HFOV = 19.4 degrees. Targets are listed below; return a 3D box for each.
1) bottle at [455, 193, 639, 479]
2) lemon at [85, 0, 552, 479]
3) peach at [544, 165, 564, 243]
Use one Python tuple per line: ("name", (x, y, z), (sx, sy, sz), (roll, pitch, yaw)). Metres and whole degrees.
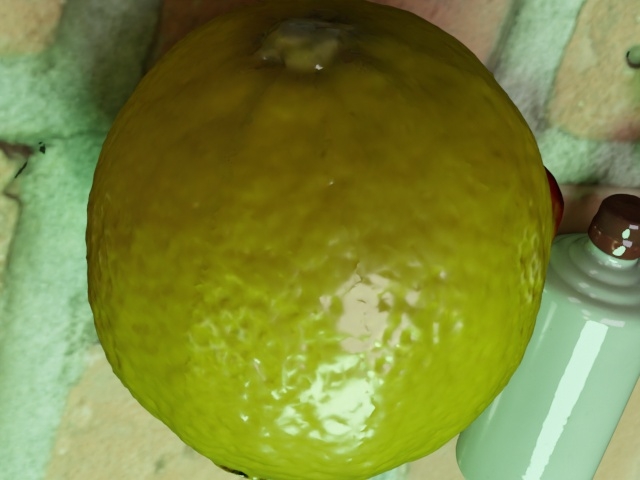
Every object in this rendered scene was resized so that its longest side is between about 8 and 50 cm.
("bottle", (0.177, 0.075, 1.314), (0.104, 0.104, 0.245), (0, 127, -24))
("lemon", (0.000, 0.001, 1.061), (0.293, 0.293, 0.293), (-13, 131, -15))
("peach", (0.106, -0.018, 1.214), (0.101, 0.100, 0.100), (-13, 131, -15))
